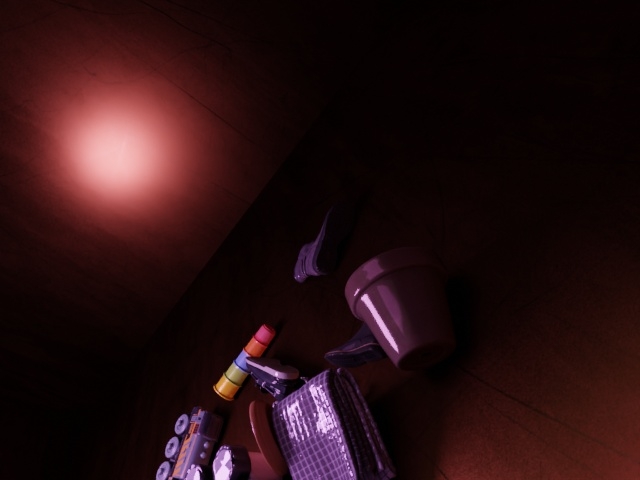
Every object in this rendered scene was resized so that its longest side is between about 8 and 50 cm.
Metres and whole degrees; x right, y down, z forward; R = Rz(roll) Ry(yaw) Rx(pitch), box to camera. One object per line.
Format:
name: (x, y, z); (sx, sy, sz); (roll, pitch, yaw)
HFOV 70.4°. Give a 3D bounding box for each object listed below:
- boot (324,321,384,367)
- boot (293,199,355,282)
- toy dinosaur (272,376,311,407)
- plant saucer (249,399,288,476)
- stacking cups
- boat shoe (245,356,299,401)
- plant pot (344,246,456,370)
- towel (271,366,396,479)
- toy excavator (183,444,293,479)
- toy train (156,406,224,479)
boot: (0.110, 0.291, 1.333); (0.198, 0.077, 0.137); (-18, 38, 34)
boot: (0.000, 0.000, 1.822); (0.222, 0.118, 0.338); (-21, 38, 59)
toy dinosaur: (0.007, 0.474, 1.271); (0.313, 0.121, 0.160); (-2, 76, 44)
plant saucer: (-0.125, 0.511, 1.193); (0.037, 0.200, 0.200); (-27, 28, -1)
stacking cups: (-0.298, 0.471, 1.796); (0.316, 0.096, 0.096); (-57, 25, -1)
boat shoe: (-0.176, 0.473, 1.559); (0.340, 0.127, 0.113); (-4, 79, 56)
plant pot: (0.211, 0.182, 1.105); (0.263, 0.263, 0.229); (-42, 45, 28)
towel: (0.014, 0.482, 1.090); (0.235, 0.121, 0.284); (-42, 55, 27)
toy excavator: (-0.140, 0.741, 1.123); (0.433, 0.222, 0.445); (-41, 43, 27)
toy train: (-0.487, 0.796, 1.712); (0.190, 0.142, 0.334); (-18, 44, 39)
